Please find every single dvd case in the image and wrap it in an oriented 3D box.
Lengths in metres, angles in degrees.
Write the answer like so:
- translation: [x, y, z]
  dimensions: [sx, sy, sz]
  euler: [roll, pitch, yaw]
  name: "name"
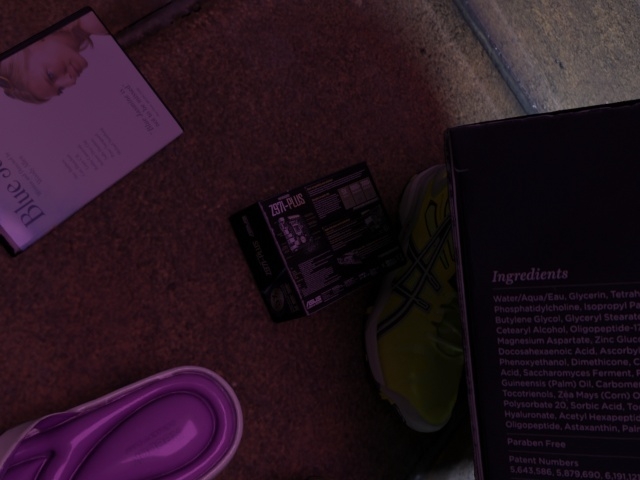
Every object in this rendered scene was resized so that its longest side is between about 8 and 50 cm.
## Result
- translation: [-0.291, -0.126, 0.863]
  dimensions: [0.253, 0.022, 0.180]
  euler: [-45, 104, -34]
  name: "dvd case"

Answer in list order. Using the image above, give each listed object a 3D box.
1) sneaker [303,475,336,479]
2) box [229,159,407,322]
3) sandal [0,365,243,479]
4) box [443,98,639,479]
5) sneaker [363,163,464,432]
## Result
- translation: [0.100, 0.437, 0.888]
  dimensions: [0.158, 0.182, 0.410]
  euler: [-37, 99, -35]
  name: "sneaker"
- translation: [0.000, 0.000, 0.996]
  dimensions: [0.180, 0.077, 0.148]
  euler: [-25, 93, -36]
  name: "box"
- translation: [-0.251, 0.236, 0.716]
  dimensions: [0.416, 0.102, 0.169]
  euler: [-35, 80, -28]
  name: "sandal"
- translation: [0.369, 0.085, 0.943]
  dimensions: [0.480, 0.297, 0.472]
  euler: [-13, 97, -63]
  name: "box"
- translation: [0.163, 0.057, 1.051]
  dimensions: [0.145, 0.147, 0.385]
  euler: [22, 66, -29]
  name: "sneaker"
